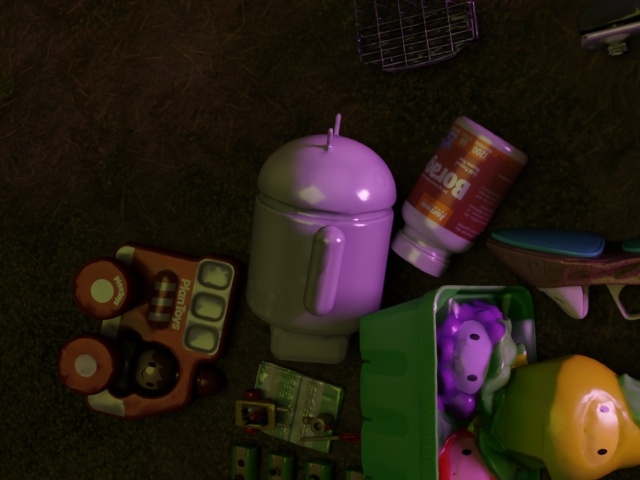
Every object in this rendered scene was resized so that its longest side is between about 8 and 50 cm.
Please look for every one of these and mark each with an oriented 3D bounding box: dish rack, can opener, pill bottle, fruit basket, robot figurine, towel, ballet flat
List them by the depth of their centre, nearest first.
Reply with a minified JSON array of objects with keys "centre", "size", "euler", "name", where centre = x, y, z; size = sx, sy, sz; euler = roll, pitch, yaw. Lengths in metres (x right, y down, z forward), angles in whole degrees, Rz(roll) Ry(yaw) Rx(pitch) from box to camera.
[{"centre":[0.253,0.241,1.261],"size":[0.392,0.283,0.391],"euler":[-3,86,43],"name":"fruit basket"},{"centre":[0.484,-0.305,1.271],"size":[0.280,0.074,0.093],"euler":[-6,83,25],"name":"can opener"},{"centre":[0.396,0.047,1.286],"size":[0.343,0.116,0.124],"euler":[0,106,22],"name":"ballet flat"},{"centre":[0.194,-0.060,1.367],"size":[0.121,0.121,0.216],"euler":[36,102,23],"name":"pill bottle"},{"centre":[0.000,0.000,1.371],"size":[0.200,0.300,0.353],"euler":[4,107,-8],"name":"robot figurine"},{"centre":[0.141,-0.395,1.444],"size":[0.208,0.074,0.271],"euler":[-8,85,26],"name":"dish rack"},{"centre":[-0.040,0.266,1.517],"size":[0.152,0.023,0.113],"euler":[15,95,23],"name":"towel"}]

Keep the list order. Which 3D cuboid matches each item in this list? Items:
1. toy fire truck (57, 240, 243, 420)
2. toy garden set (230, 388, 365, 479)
[{"centre":[-0.274,0.154,1.568],"size":[0.254,0.169,0.302],"euler":[12,93,7],"name":"toy fire truck"},{"centre":[-0.039,0.349,1.476],"size":[0.244,0.049,0.203],"euler":[5,98,25],"name":"toy garden set"}]
